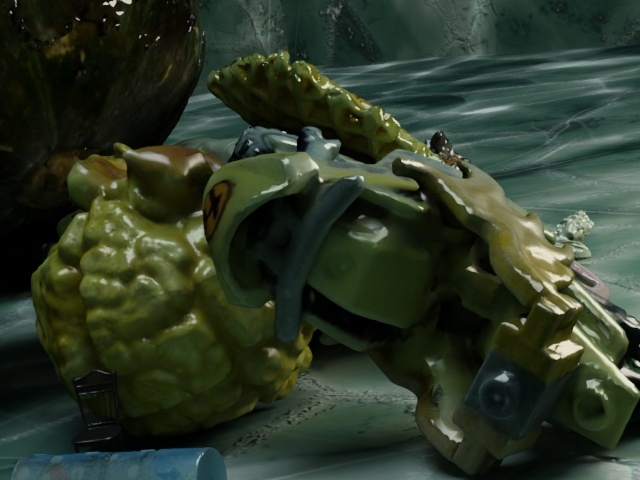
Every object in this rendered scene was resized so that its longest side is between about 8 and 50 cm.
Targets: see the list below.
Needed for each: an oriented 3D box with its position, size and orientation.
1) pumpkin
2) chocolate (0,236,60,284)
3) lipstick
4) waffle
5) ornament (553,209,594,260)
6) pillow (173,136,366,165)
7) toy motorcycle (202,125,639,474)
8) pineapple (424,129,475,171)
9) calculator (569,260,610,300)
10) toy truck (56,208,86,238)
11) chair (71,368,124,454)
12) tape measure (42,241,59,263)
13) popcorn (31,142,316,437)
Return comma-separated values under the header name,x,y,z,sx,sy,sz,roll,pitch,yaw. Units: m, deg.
name,x,y,z,sx,sy,sz,roll,pitch,yaw
pumpkin,-0.324,-0.167,1.871,0.454,0.454,0.344,-20,57,-45
chocolate,-0.312,-0.002,2.393,0.177,0.206,0.224,35,28,1
lipstick,-0.147,0.176,1.422,0.158,0.048,0.048,-5,11,25
waffle,0.004,-0.107,1.825,0.208,0.054,0.214,31,-14,-24
ornament,0.244,0.007,2.012,0.068,0.041,0.092,-12,19,19
pillow,0.000,0.000,1.837,0.283,0.138,0.310,30,-14,-37
toy motorcycle,0.077,0.028,1.459,0.410,0.169,0.237,30,24,21
pineapple,0.140,-0.062,2.281,0.111,0.119,0.237,-10,15,6
calculator,0.190,0.046,1.751,0.100,0.032,0.175,35,31,21
toy truck,-0.172,0.049,1.844,0.085,0.191,0.116,-25,55,-2
chair,-0.171,0.145,1.507,0.037,0.086,0.042,-9,5,9
tape measure,-0.150,0.005,2.089,0.275,0.147,0.256,-14,9,-3
popcorn,-0.127,0.042,1.631,0.224,0.258,0.270,-19,-29,-20
